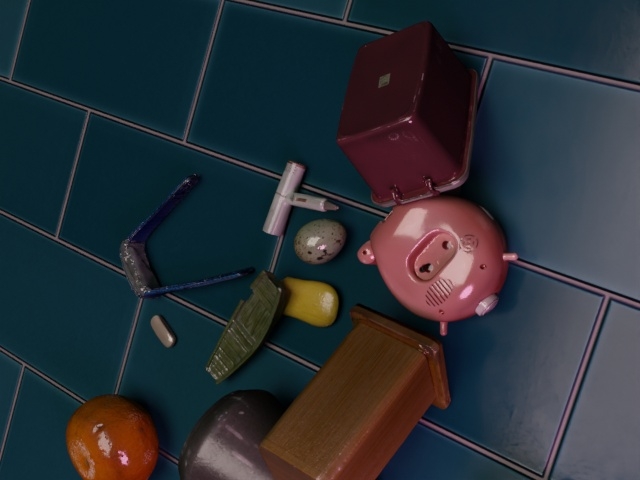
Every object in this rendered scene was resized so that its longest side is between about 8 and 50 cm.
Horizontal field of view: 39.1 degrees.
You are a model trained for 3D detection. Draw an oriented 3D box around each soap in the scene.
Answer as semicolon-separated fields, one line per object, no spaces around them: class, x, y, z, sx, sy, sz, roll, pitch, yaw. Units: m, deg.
soap;-0.034;0.117;1.791;0.168;0.033;0.089;15;97;35

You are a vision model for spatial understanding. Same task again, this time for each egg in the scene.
egg;0.000;0.000;1.746;0.110;0.085;0.085;-35;68;20

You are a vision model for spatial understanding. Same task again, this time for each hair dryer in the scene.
hair dryer;-0.031;-0.060;1.776;0.183;0.044;0.155;32;106;46

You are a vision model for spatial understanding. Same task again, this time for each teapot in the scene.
teapot;-0.082;0.475;1.686;0.344;0.253;0.300;32;120;27

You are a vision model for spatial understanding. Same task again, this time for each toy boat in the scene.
toy boat;-0.147;0.177;1.833;0.093;0.055;0.293;49;124;24

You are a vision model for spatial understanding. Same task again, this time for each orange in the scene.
orange;-0.451;0.446;1.976;0.224;0.170;0.224;19;118;40

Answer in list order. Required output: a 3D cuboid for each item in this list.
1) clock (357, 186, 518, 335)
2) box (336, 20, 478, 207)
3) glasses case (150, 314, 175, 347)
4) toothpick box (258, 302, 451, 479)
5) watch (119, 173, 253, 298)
clock;0.211;0.033;1.569;0.227;0.142;0.241;-50;66;22
box;0.149;-0.222;1.540;0.193;0.167;0.294;-14;46;31
glasses case;-0.351;0.202;2.010;0.083;0.021;0.032;50;114;26
toothpick box;0.058;0.298;1.534;0.187;0.190;0.308;24;57;32
watch;-0.303;0.042;1.971;0.274;0.068;0.276;-40;66;20
